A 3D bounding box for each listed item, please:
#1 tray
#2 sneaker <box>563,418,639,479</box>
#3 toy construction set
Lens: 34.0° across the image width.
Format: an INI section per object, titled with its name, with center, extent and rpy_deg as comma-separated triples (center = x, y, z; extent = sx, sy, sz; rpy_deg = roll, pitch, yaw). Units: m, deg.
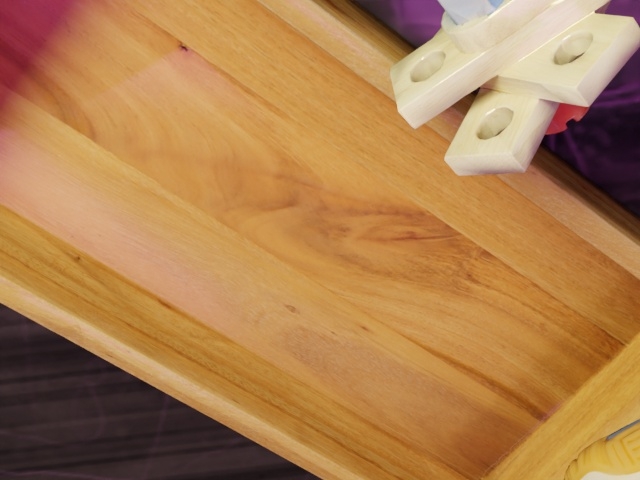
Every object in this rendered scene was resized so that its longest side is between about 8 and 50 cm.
[tray]
center = 0.000, 0.000, 0.522
extent = 0.411, 0.076, 0.203
rpy_deg = 33, 112, -21
[sneaker]
center = 0.204, 0.200, 0.567
extent = 0.112, 0.131, 0.296
rpy_deg = -30, 145, 6
[toy construction set]
center = 0.054, -0.182, 0.334
extent = 0.151, 0.215, 0.327
rpy_deg = -5, 138, 28
